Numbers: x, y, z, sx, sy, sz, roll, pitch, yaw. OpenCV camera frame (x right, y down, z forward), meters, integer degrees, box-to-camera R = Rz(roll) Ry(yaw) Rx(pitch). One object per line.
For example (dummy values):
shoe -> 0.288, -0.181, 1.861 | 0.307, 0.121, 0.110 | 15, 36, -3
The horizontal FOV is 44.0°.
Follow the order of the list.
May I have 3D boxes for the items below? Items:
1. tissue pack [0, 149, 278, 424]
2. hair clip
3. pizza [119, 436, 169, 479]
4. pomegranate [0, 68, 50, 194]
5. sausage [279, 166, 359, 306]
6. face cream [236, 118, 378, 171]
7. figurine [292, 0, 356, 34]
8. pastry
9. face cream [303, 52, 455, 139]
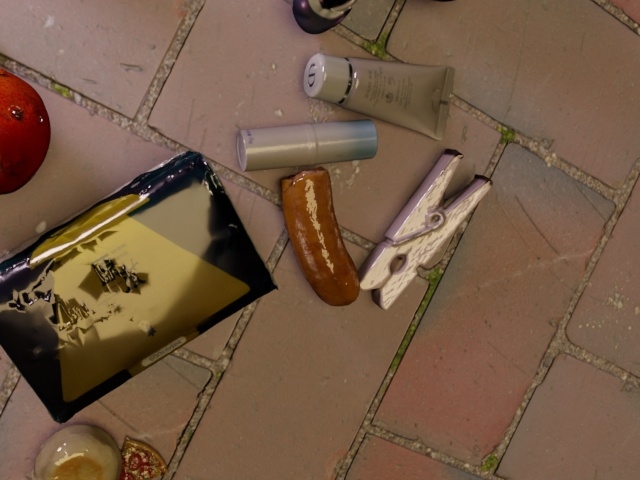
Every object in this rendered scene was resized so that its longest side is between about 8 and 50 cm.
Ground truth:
tissue pack -> -0.319, 0.062, 1.284 | 0.416, 0.253, 0.264 | -31, 107, -10
hair clip -> 0.192, -0.019, 1.538 | 0.101, 0.085, 0.331 | 38, 92, -18
pizza -> -0.324, 0.418, 1.458 | 0.099, 0.029, 0.100 | 14, 94, -22
pomegranate -> -0.528, -0.170, 1.202 | 0.235, 0.210, 0.210 | 13, 95, 12
sausage -> 0.001, 0.001, 1.466 | 0.108, 0.109, 0.271 | -23, 105, -14
face cream -> -0.024, -0.174, 1.440 | 0.249, 0.077, 0.077 | -7, 101, -16
figurine -> 0.017, -0.470, 1.391 | 0.145, 0.145, 0.222 | 35, 76, -21
pastry -> -0.426, 0.403, 1.389 | 0.156, 0.092, 0.157 | -6, 107, -20
face cream -> 0.121, -0.279, 1.474 | 0.314, 0.089, 0.143 | 6, 96, -28
